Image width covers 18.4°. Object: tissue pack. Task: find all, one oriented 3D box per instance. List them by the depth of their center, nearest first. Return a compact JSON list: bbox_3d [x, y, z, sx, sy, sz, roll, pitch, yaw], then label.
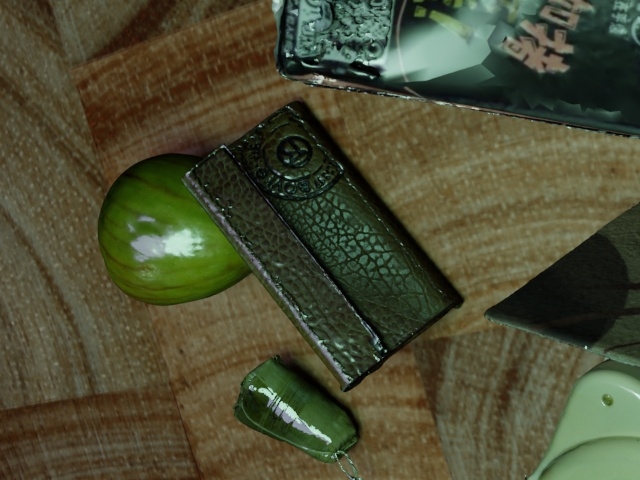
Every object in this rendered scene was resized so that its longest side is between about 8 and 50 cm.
[{"bbox_3d":[0.133,-0.207,1.460,0.332,0.123,0.245,9,123,7],"label":"tissue pack"}]

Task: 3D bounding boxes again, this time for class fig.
[{"bbox_3d":[-0.083,0.015,1.800,0.259,0.151,0.151,25,121,27],"label":"fig"}]

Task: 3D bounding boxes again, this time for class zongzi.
[{"bbox_3d":[-0.014,0.187,1.877,0.154,0.062,0.130,37,150,7],"label":"zongzi"}]

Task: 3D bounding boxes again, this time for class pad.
[{"bbox_3d":[0.307,0.046,1.398,0.330,0.220,0.004,16,125,39],"label":"pad"}]

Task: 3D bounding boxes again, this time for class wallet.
[{"bbox_3d":[0.000,0.000,1.732,0.243,0.133,0.039,52,168,16],"label":"wallet"}]

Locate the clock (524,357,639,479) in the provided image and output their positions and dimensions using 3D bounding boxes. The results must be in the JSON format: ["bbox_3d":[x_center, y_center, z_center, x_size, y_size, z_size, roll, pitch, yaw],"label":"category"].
[{"bbox_3d":[0.303,0.263,1.564,0.309,0.114,0.284,34,124,26],"label":"clock"}]
